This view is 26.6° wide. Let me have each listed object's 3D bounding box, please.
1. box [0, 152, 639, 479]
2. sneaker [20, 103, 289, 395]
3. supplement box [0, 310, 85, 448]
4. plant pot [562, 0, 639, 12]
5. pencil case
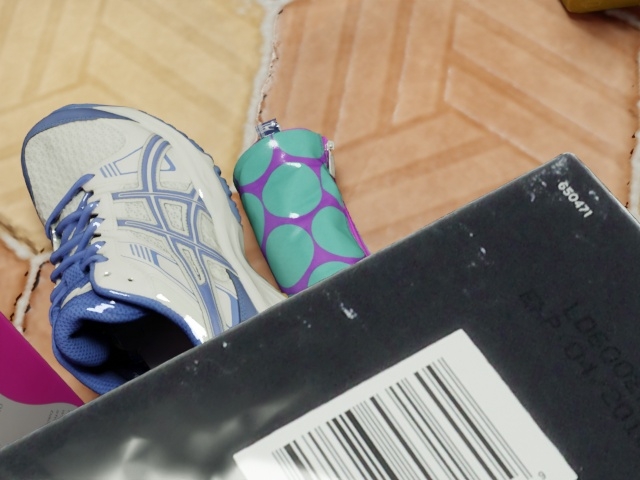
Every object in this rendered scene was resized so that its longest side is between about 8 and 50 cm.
[{"bbox_3d":[0.021,0.163,0.593,0.296,0.294,0.182,-27,60,-17],"label":"box"},{"bbox_3d":[-0.108,0.017,0.785,0.296,0.131,0.112,47,119,30],"label":"sneaker"},{"bbox_3d":[-0.204,0.110,0.722,0.114,0.220,0.111,11,66,16],"label":"supplement box"},{"bbox_3d":[0.218,-0.264,0.864,0.212,0.212,0.187,-7,76,6],"label":"plant pot"},{"bbox_3d":[0.000,0.000,0.832,0.070,0.064,0.151,-31,62,9],"label":"pencil case"}]
